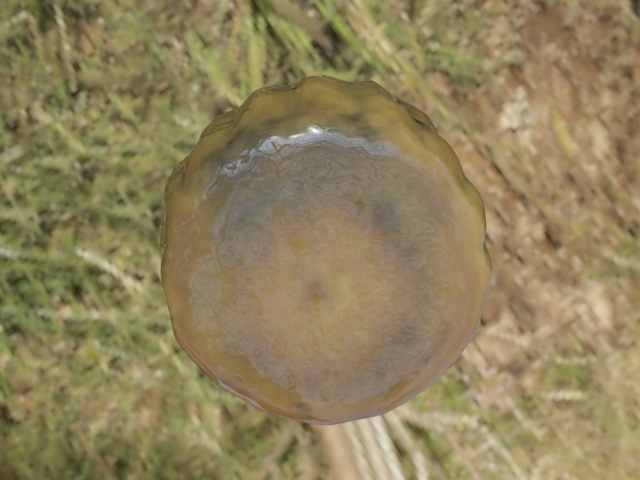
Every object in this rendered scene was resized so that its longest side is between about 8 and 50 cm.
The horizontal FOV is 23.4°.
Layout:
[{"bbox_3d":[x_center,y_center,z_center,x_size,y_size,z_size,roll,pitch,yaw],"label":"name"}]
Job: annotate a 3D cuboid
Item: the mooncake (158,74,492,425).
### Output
[{"bbox_3d":[0.000,0.000,1.334,0.290,0.161,0.290,-1,113,-3],"label":"mooncake"}]
